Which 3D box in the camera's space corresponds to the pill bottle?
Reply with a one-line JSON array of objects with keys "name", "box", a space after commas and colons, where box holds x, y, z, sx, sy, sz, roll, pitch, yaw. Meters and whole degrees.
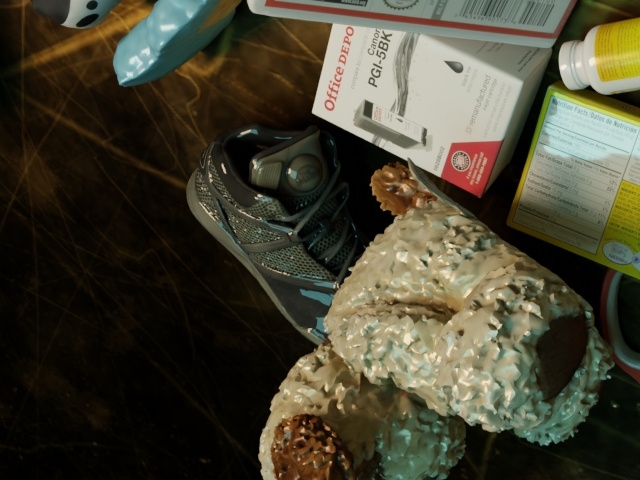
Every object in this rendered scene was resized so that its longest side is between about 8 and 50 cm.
[{"name": "pill bottle", "box": [0.188, -0.112, 0.713, 0.083, 0.043, 0.043, -5, 117, 36]}]

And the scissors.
[{"name": "scissors", "box": [0.255, 0.136, 0.859, 0.109, 0.021, 0.297, 10, 126, 26]}]

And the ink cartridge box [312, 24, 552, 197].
[{"name": "ink cartridge box", "box": [0.071, -0.105, 0.788, 0.135, 0.056, 0.099, 27, 132, 15]}]

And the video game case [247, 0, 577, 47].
[{"name": "video game case", "box": [0.092, -0.229, 0.621, 0.204, 0.025, 0.285, 3, 136, -21]}]

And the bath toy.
[{"name": "bath toy", "box": [-0.206, -0.265, 0.818, 0.348, 0.129, 0.151, 44, 100, -1]}]

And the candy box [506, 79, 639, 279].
[{"name": "candy box", "box": [0.228, -0.019, 0.752, 0.206, 0.027, 0.105, 24, 118, 19]}]

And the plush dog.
[{"name": "plush dog", "box": [0.048, 0.090, 0.779, 0.210, 0.262, 0.225, 41, 92, 20]}]

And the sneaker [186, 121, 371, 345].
[{"name": "sneaker", "box": [0.000, 0.000, 0.872, 0.227, 0.087, 0.130, 45, 156, 6]}]
